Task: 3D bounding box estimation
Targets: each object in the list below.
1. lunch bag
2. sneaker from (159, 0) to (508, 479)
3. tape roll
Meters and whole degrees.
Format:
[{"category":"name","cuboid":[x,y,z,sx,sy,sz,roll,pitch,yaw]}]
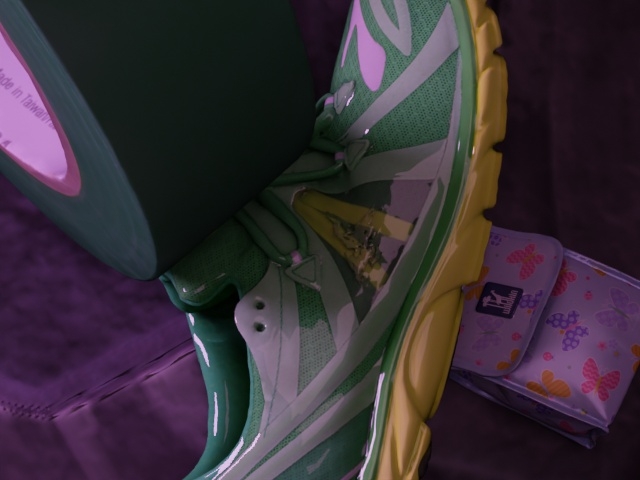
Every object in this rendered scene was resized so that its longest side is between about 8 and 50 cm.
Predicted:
[{"category":"lunch bag","cuboid":[0.097,0.040,0.753,0.083,0.053,0.071,26,74,8]},{"category":"sneaker","cuboid":[0.000,0.000,0.718,0.123,0.109,0.296,16,77,-9]},{"category":"tape roll","cuboid":[-0.134,-0.131,0.618,0.077,0.321,0.321,-41,86,-13]}]
